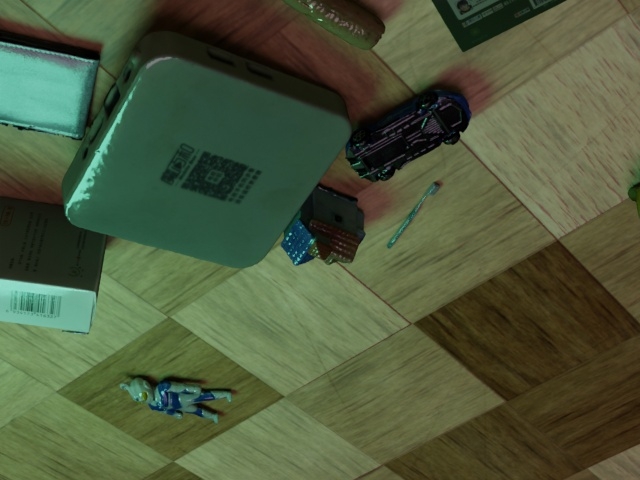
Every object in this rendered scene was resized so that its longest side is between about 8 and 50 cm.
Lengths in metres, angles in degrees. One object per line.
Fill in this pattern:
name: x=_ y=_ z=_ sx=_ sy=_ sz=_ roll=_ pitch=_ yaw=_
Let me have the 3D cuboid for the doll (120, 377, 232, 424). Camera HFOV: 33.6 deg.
doll: x=-0.304 y=0.326 z=2.167 sx=0.227 sy=0.057 sz=0.114 roll=17 pitch=134 yaw=-20

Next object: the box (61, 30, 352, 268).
box: x=-0.185 y=-0.132 z=1.691 sx=0.373 sy=0.090 sz=0.367 roll=17 pitch=126 yaw=-29

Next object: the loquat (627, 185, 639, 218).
loquat: x=0.611 y=-0.068 z=1.783 sx=0.172 sy=0.204 sz=0.149 roll=-36 pitch=126 yaw=-29

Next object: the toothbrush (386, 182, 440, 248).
toothbrush: x=0.163 y=-0.042 z=1.877 sx=0.014 sy=0.011 sz=0.167 roll=16 pitch=130 yaw=-24

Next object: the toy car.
toy car: x=0.140 y=-0.177 z=1.715 sx=0.216 sy=0.063 sz=0.103 roll=-29 pitch=128 yaw=15

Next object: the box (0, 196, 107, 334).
box: x=-0.518 y=0.031 z=1.781 sx=0.299 sy=0.200 sz=0.106 roll=9 pitch=131 yaw=-11

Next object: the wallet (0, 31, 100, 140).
wallet: x=-0.463 y=-0.245 z=1.641 sx=0.222 sy=0.036 sz=0.167 roll=9 pitch=131 yaw=-14

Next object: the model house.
model house: x=0.000 y=0.000 z=1.814 sx=0.148 sy=0.148 sz=0.119 roll=23 pitch=129 yaw=-20

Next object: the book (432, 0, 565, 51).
book: x=0.236 y=-0.414 z=1.523 sx=0.202 sy=0.027 sz=0.264 roll=-25 pitch=130 yaw=20

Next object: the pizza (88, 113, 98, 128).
pizza: x=-0.304 y=-0.187 z=1.696 sx=0.131 sy=0.041 sz=0.178 roll=-9 pitch=135 yaw=-3

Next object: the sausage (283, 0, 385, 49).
sausage: x=-0.031 y=-0.368 z=1.530 sx=0.301 sy=0.066 sz=0.066 roll=31 pitch=124 yaw=-25
